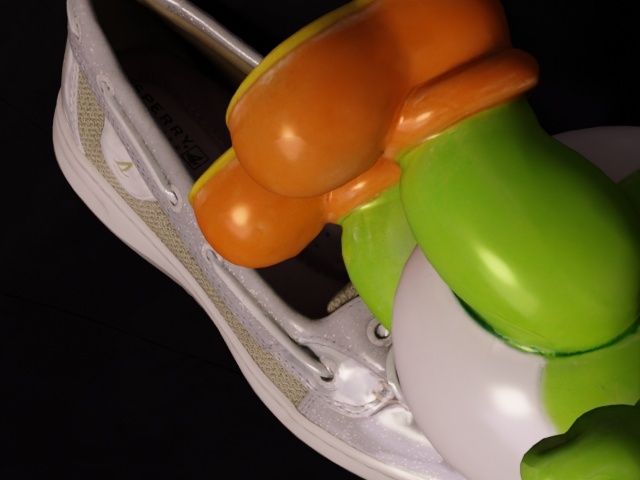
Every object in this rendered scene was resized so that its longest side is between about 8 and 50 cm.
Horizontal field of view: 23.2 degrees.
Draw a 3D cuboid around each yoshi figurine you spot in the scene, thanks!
[{"bbox_3d":[0.085,0.099,0.535,0.362,0.203,0.203,50,122,3],"label":"yoshi figurine"}]

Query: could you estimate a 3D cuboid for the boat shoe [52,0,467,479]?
[{"bbox_3d":[0.001,-0.002,0.689,0.320,0.118,0.103,42,152,21],"label":"boat shoe"}]
